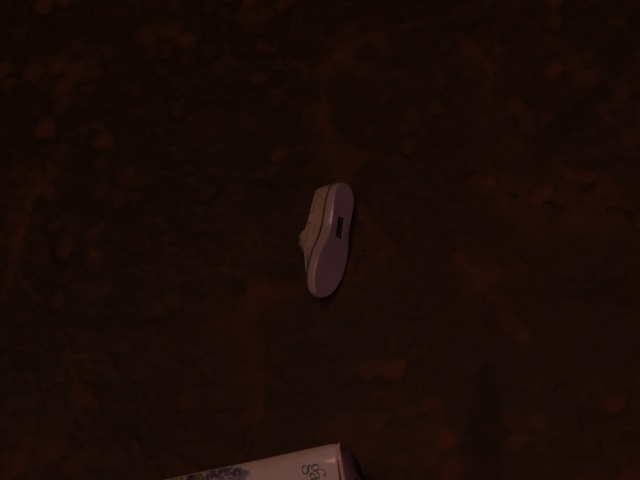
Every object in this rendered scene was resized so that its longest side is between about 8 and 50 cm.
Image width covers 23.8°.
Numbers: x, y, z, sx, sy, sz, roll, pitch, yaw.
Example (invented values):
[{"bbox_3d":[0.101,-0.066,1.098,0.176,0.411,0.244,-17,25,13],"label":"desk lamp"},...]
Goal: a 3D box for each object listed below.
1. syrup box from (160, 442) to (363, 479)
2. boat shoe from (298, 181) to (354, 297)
[{"bbox_3d":[-0.081,0.227,1.123,0.237,0.096,0.093,-13,67,7],"label":"syrup box"},{"bbox_3d":[0.000,0.000,1.240,0.035,0.035,0.100,-6,67,41],"label":"boat shoe"}]
